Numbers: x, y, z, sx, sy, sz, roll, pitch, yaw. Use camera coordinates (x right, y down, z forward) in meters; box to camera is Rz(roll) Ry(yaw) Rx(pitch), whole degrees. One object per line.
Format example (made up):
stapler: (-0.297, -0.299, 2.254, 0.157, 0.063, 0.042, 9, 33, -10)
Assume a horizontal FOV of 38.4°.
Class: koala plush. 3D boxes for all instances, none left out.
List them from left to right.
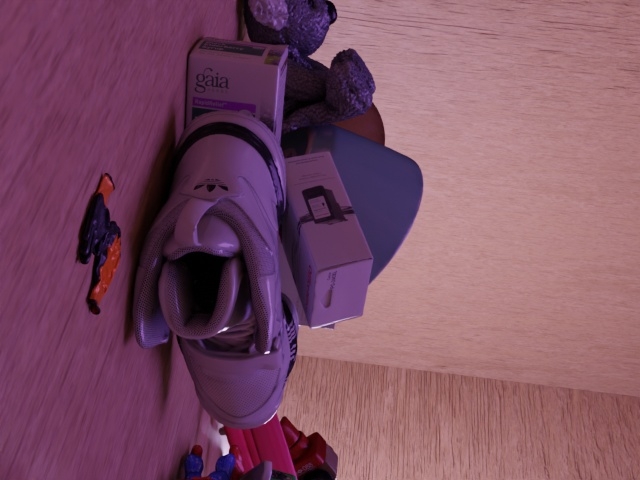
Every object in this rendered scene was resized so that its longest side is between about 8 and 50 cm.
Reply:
koala plush: (-0.045, -0.275, 1.290, 0.196, 0.203, 0.221, -78, 154, -71)

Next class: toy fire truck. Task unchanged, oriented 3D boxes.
toy fire truck: (-0.115, 0.410, 1.706, 0.246, 0.217, 0.158, 52, 17, -16)

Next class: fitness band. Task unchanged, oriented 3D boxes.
fitness band: (-0.091, 0.328, 1.412, 0.291, 0.054, 0.209, 71, -20, 3)

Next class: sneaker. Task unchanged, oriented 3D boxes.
sneaker: (-0.099, 0.078, 0.885, 0.210, 0.137, 0.366, -80, 172, -60)

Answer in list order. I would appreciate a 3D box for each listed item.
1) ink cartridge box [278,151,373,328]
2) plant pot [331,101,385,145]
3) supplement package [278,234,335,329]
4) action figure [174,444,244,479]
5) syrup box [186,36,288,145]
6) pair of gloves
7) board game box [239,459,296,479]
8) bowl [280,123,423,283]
ink cartridge box: (0.000, 0.000, 0.966, 0.109, 0.063, 0.150, 96, -22, -53)
plant pot: (-0.016, -0.192, 1.768, 0.254, 0.237, 0.237, -26, 124, -73)
supplement package: (-0.062, 0.039, 1.166, 0.105, 0.179, 0.105, -79, 176, -76)
action figure: (-0.142, 0.340, 1.126, 0.280, 0.091, 0.139, 84, 4, -85)
syrup box: (-0.093, -0.092, 0.990, 0.096, 0.093, 0.237, -80, 177, -65)
pair of gloves: (-0.153, 0.003, 0.647, 0.083, 0.010, 0.074, 94, 3, -51)
board game box: (-0.129, 0.517, 1.231, 0.390, 0.050, 0.390, 125, -20, -65)
bowl: (-0.022, -0.048, 1.325, 0.311, 0.163, 0.311, -37, -151, 25)
